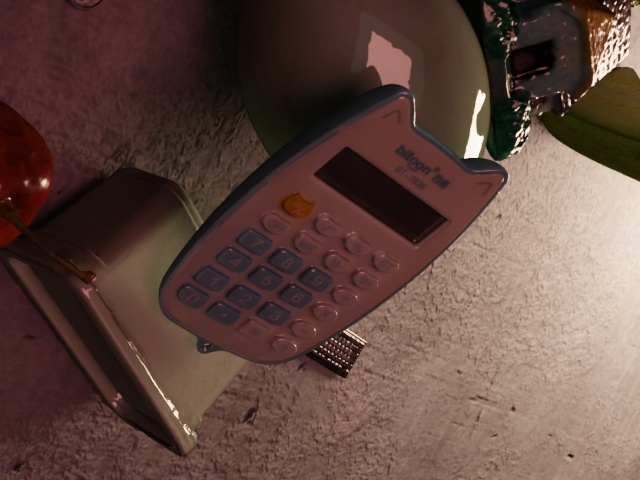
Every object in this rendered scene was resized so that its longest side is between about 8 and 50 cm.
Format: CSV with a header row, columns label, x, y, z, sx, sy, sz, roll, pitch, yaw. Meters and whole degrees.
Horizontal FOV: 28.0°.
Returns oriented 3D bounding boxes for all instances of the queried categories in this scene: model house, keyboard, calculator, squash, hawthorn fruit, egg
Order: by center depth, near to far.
label,x,y,z,sx,sy,sz,roll,pitch,yaw
hawthorn fruit,-0.317,-0.033,1.252,0.165,0.285,0.165,-18,129,-24
calculator,0.000,0.000,1.381,0.386,0.054,0.256,-43,133,17
egg,0.051,-0.180,1.472,0.276,0.276,0.389,-46,134,-12
model house,0.299,-0.276,1.591,0.248,0.230,0.281,-14,133,0
keyboard,-0.011,0.126,1.740,0.198,0.010,0.064,35,85,-42
squash,0.458,-0.142,1.795,0.203,0.288,0.111,-21,120,-28

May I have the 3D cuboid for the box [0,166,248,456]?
label,x,y,z,sx,sy,sz,roll,pitch,yaw
box,-0.199,0.073,1.475,0.182,0.175,0.312,-44,130,-24

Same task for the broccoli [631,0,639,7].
label,x,y,z,sx,sy,sz,roll,pitch,yaw
broccoli,0.387,-0.382,1.708,0.198,0.176,0.226,-35,103,19

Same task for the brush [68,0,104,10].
label,x,y,z,sx,sy,sz,roll,pitch,yaw
brush,-0.154,-0.349,1.383,0.297,0.060,0.068,-46,133,-12
